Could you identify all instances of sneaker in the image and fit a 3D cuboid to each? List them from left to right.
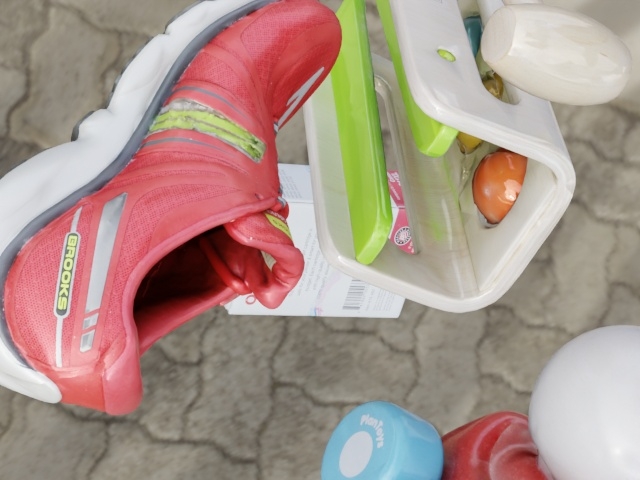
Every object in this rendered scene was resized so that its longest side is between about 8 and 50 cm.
[{"bbox_3d":[-0.053,-0.018,0.676,0.118,0.107,0.279,26,50,15],"label":"sneaker"}]

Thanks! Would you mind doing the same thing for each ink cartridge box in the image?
[{"bbox_3d":[0.000,0.000,1.325,0.175,0.127,0.072,3,34,-23],"label":"ink cartridge box"}]

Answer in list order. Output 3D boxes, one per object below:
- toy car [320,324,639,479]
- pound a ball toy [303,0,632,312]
[{"bbox_3d":[0.165,0.140,0.835,0.219,0.238,0.210,30,20,-30],"label":"toy car"},{"bbox_3d":[0.096,-0.105,0.872,0.136,0.208,0.319,20,33,-19],"label":"pound a ball toy"}]
